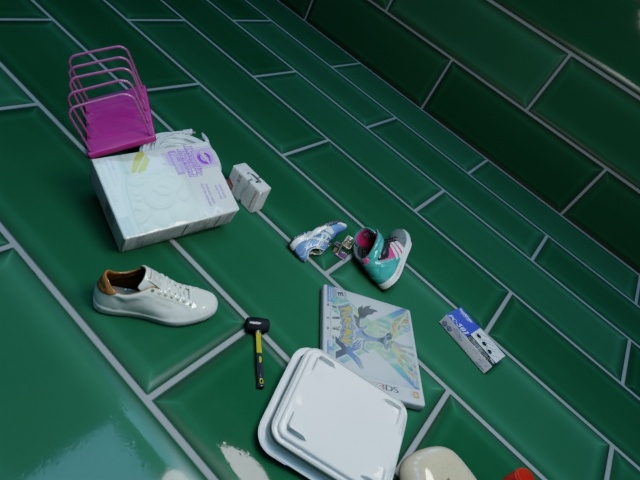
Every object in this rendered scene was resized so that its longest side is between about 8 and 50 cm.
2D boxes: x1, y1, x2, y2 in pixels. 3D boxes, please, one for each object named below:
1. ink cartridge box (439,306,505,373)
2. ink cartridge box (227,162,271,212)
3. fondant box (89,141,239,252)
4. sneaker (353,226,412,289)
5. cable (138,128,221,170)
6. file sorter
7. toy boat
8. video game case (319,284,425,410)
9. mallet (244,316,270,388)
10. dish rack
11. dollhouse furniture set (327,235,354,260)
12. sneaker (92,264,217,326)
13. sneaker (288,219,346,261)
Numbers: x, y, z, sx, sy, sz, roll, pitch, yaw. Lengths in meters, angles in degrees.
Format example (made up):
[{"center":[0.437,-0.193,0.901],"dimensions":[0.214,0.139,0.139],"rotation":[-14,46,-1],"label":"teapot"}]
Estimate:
[{"center":[0.490,0.319,1.528],"dimensions":[0.097,0.046,0.207],"rotation":[-14,55,-43],"label":"ink cartridge box"},{"center":[-0.238,-0.172,1.550],"dimensions":[0.135,0.099,0.056],"rotation":[45,39,15],"label":"ink cartridge box"},{"center":[-0.427,-0.130,1.306],"dimensions":[0.330,0.096,0.239],"rotation":[-19,76,-37],"label":"fondant box"},{"center":[0.202,0.013,1.601],"dimensions":[0.178,0.123,0.296],"rotation":[45,37,-14],"label":"sneaker"},{"center":[-0.447,-0.246,1.505],"dimensions":[0.257,0.089,0.257],"rotation":[-11,55,-39],"label":"cable"},{"center":[-0.648,-0.435,1.445],"dimensions":[0.201,0.182,0.291],"rotation":[-17,53,-8],"label":"file sorter"},{"center":[0.337,0.598,1.067],"dimensions":[0.317,0.148,0.268],"rotation":[-1,43,-24],"label":"toy boat"},{"center":[0.139,0.293,1.336],"dimensions":[0.299,0.036,0.329],"rotation":[18,40,-15],"label":"video game case"},{"center":[-0.161,0.272,1.169],"dimensions":[0.062,0.039,0.190],"rotation":[17,44,-19],"label":"mallet"},{"center":[0.051,0.414,1.086],"dimensions":[0.332,0.072,0.286],"rotation":[34,44,-4],"label":"dish rack"},{"center":[0.079,-0.009,1.590],"dimensions":[0.091,0.081,0.114],"rotation":[34,38,4],"label":"dollhouse furniture set"},{"center":[-0.376,0.127,1.118],"dimensions":[0.289,0.123,0.106],"rotation":[8,42,-28],"label":"sneaker"},{"center":[0.000,0.000,1.526],"dimensions":[0.211,0.080,0.081],"rotation":[-27,76,-23],"label":"sneaker"}]
